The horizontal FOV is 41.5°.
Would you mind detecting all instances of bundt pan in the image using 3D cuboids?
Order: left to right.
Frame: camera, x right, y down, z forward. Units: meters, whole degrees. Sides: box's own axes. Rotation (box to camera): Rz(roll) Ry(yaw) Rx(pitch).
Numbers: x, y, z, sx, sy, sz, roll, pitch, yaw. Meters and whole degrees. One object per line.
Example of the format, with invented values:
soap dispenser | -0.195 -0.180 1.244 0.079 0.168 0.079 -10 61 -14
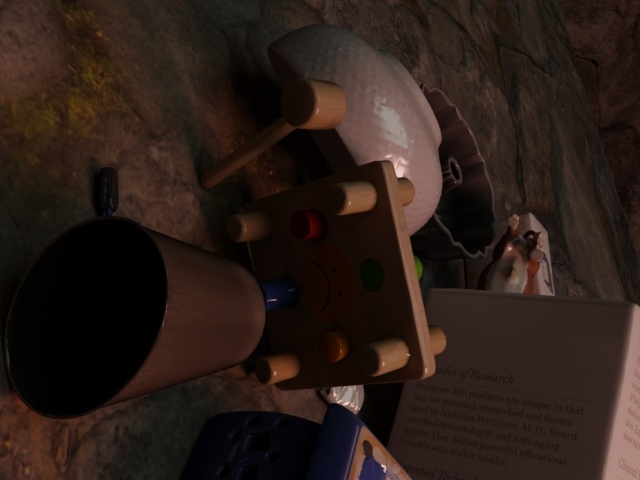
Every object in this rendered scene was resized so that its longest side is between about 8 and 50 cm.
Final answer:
bundt pan | 0.192 -0.108 1.532 0.331 0.124 0.331 34 46 -45

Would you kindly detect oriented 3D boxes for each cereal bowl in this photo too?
cereal bowl | 0.070 -0.168 1.204 0.339 0.141 0.339 56 -3 4

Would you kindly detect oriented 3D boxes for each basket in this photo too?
basket | -0.165 0.076 0.846 0.154 0.204 0.227 49 15 20

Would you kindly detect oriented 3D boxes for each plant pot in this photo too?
plant pot | -0.013 0.323 0.897 0.236 0.212 0.236 52 36 -26

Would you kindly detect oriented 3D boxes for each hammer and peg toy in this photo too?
hammer and peg toy | 0.000 0.000 1.037 0.127 0.266 0.362 -9 85 -45

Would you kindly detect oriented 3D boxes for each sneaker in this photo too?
sneaker | 0.038 0.175 1.208 0.061 0.053 0.152 44 41 -32

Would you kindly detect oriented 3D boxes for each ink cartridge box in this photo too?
ink cartridge box | 0.379 0.073 1.694 0.093 0.154 0.212 39 43 -43

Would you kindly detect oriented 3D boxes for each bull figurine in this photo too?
bull figurine | 0.329 0.106 1.525 0.188 0.101 0.310 78 30 -69

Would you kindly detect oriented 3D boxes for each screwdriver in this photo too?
screwdriver | -0.229 0.000 0.918 0.025 0.024 0.170 1 72 -27

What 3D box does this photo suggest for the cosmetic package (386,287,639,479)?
cosmetic package | 0.319 0.316 1.212 0.329 0.327 0.394 37 64 -43
